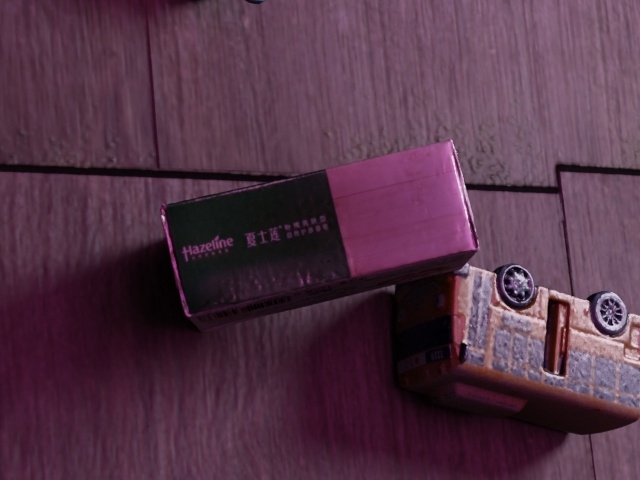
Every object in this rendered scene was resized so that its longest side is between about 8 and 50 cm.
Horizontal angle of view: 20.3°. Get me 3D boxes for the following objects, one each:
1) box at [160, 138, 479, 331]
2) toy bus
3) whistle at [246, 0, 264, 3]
[{"bbox_3d":[0.000,0.000,1.196,0.199,0.135,0.081,-11,83,-2],"label":"box"},{"bbox_3d":[0.145,0.082,1.321,0.182,0.091,0.103,17,69,-25],"label":"toy bus"},{"bbox_3d":[-0.115,-0.286,1.281,0.186,0.093,0.274,-33,90,-30],"label":"whistle"}]
